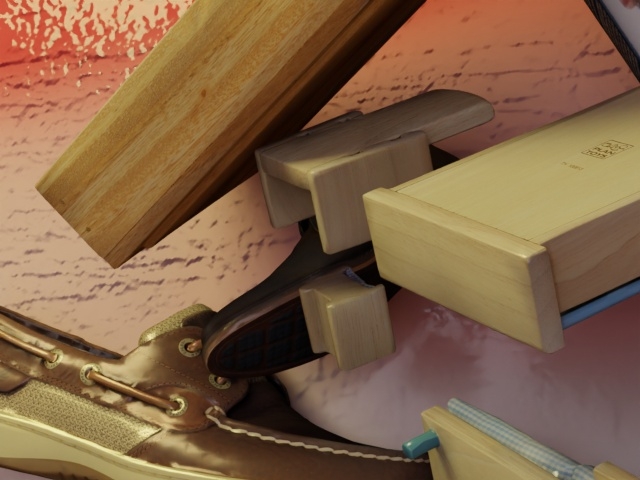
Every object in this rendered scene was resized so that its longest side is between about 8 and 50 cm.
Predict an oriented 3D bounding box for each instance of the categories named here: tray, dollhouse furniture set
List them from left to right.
[{"bbox_3d":[0.030,-0.162,0.886,0.076,0.203,0.411,46,118,1],"label":"tray"},{"bbox_3d":[0.144,0.083,0.852,0.198,0.286,0.303,-22,113,-23],"label":"dollhouse furniture set"}]

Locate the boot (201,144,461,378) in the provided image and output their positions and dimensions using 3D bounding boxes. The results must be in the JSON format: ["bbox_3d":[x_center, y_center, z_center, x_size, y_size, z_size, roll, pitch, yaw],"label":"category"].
[{"bbox_3d":[0.000,0.000,0.984,0.219,0.082,0.106,-27,58,-26],"label":"boot"}]

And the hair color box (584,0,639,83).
[{"bbox_3d":[0.214,-0.225,0.978,0.174,0.105,0.347,-33,73,8],"label":"hair color box"}]

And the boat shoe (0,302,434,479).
[{"bbox_3d":[-0.085,0.098,0.994,0.342,0.123,0.123,8,82,23],"label":"boat shoe"}]
